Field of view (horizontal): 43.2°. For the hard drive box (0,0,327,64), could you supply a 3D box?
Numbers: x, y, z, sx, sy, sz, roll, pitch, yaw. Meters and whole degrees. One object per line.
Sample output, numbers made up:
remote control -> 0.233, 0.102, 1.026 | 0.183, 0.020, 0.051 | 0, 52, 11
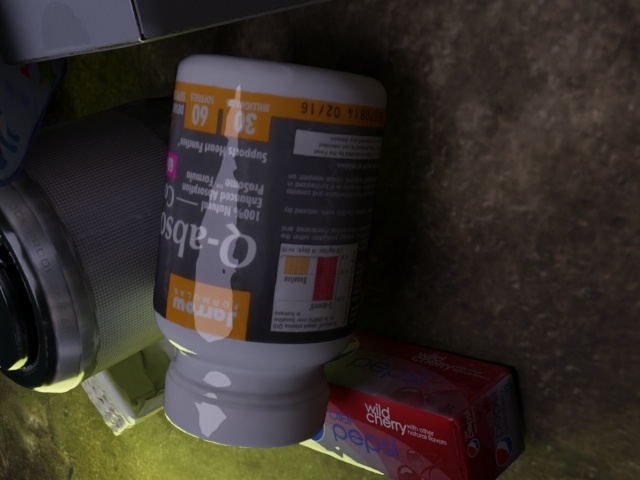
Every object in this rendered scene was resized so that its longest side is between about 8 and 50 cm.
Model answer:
hard drive box -> -0.091, -0.195, 0.568 | 0.181, 0.232, 0.089 | 6, 115, 44

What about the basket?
basket -> -0.244, 0.146, 1.011 | 0.167, 0.113, 0.103 | 54, 141, 10

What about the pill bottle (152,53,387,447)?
pill bottle -> -0.044, 0.005, 0.628 | 0.162, 0.162, 0.279 | 15, 102, 41

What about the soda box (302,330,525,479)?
soda box -> 0.042, 0.141, 0.721 | 0.263, 0.092, 0.084 | 7, 115, 45

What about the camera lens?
camera lens -> -0.195, -0.006, 0.749 | 0.219, 0.274, 0.220 | 24, 126, 36

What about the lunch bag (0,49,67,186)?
lunch bag -> -0.274, -0.145, 0.582 | 0.090, 0.219, 0.176 | -15, 126, 13
